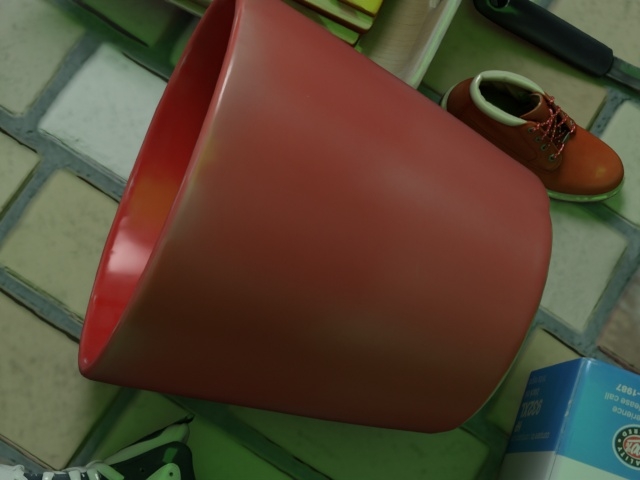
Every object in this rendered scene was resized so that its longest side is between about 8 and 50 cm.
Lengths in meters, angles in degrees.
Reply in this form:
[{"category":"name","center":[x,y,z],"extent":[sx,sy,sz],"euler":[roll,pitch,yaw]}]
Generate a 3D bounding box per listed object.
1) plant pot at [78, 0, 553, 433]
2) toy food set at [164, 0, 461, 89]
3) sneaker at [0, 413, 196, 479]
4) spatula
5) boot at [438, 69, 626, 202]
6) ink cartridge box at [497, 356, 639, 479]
[{"category":"plant pot","center":[0.000,0.000,0.813],"extent":[0.243,0.275,0.274],"euler":[21,77,-16]},{"category":"toy food set","center":[-0.027,-0.257,0.859],"extent":[0.306,0.092,0.219],"euler":[26,83,-2]},{"category":"sneaker","center":[-0.157,0.163,0.830],"extent":[0.235,0.094,0.153],"euler":[34,75,-2]},{"category":"spatula","center":[0.254,-0.133,0.984],"extent":[0.297,0.030,0.084],"euler":[24,79,-5]},{"category":"boot","center":[0.170,-0.079,0.934],"extent":[0.158,0.084,0.059],"euler":[25,75,-6]},{"category":"ink cartridge box","center":[0.220,0.265,0.855],"extent":[0.223,0.129,0.307],"euler":[21,77,-5]}]
